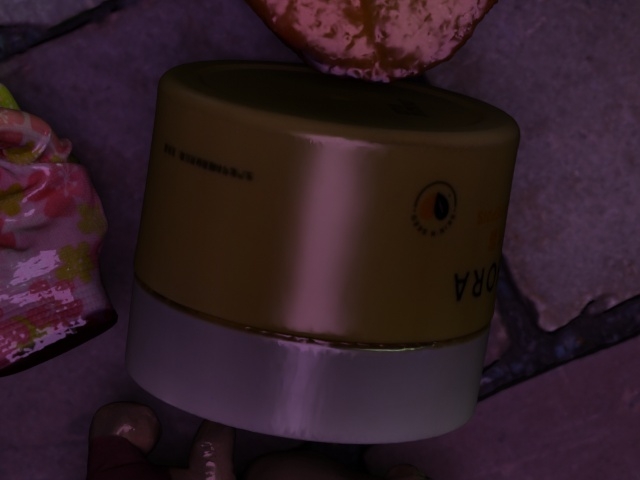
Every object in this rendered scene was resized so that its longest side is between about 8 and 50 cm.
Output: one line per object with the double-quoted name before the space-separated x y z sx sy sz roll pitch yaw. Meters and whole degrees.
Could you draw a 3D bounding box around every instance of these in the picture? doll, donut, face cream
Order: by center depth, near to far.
"face cream" 0.000 0.000 1.171 0.218 0.218 0.179 8 104 -2
"donut" 0.025 -0.193 1.198 0.190 0.074 0.174 29 104 -3
"doll" -0.034 0.201 1.261 0.256 0.196 0.152 7 67 2

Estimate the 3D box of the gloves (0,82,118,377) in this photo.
"gloves" -0.225 -0.037 1.216 0.145 0.126 0.241 -30 82 32
